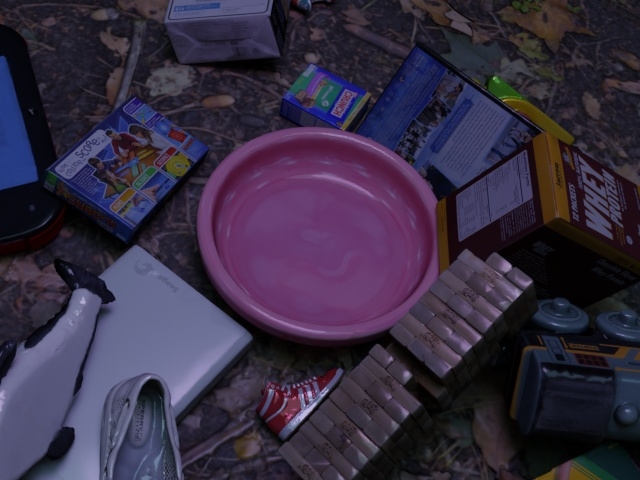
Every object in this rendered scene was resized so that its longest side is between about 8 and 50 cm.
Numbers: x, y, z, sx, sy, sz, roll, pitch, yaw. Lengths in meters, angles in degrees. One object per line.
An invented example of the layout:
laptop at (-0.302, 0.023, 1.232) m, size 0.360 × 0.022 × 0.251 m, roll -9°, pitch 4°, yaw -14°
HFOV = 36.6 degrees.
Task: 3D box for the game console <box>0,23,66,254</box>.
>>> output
game console at (-0.537, -0.126, 1.294) m, size 0.342 × 0.060 × 0.386 m, roll -13°, pitch 59°, yaw -18°

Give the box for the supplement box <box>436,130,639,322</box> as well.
supplement box at (0.284, -0.006, 1.233) m, size 0.191 × 0.194 × 0.129 m, roll 24°, pitch 51°, yaw -30°

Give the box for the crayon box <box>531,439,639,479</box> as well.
crayon box at (0.263, 0.359, 1.095) m, size 0.278 × 0.081 × 0.165 m, roll -19°, pitch 62°, yaw -21°

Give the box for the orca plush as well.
orca plush at (-0.339, 0.147, 1.077) m, size 0.102 × 0.151 × 0.287 m, roll -6°, pitch 56°, yaw 24°

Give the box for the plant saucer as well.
plant saucer at (0.000, 0.000, 1.287) m, size 0.332 × 0.084 × 0.332 m, roll 5°, pitch 56°, yaw -7°

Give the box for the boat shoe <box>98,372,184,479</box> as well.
boat shoe at (-0.194, 0.278, 1.036) m, size 0.098 × 0.096 × 0.277 m, roll 2°, pitch 71°, yaw -24°

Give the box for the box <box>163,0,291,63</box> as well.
box at (-0.131, -0.412, 1.506) m, size 0.169 × 0.087 × 0.290 m, roll -1°, pitch 55°, yaw 12°

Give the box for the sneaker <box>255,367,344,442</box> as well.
sneaker at (-0.028, 0.184, 1.186) m, size 0.067 × 0.042 × 0.118 m, roll 40°, pitch 62°, yaw 12°

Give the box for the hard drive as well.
hard drive at (-0.256, 0.164, 1.162) m, size 0.203 × 0.040 × 0.307 m, roll 36°, pitch 59°, yaw 14°

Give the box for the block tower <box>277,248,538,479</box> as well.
block tower at (0.106, 0.160, 1.120) m, size 0.335 × 0.097 × 0.091 m, roll -45°, pitch 59°, yaw -8°

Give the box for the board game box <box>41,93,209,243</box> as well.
board game box at (-0.257, -0.101, 1.300) m, size 0.136 × 0.035 × 0.201 m, roll 35°, pitch 45°, yaw 1°

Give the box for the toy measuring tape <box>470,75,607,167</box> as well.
toy measuring tape at (0.320, -0.117, 1.422) m, size 0.330 × 0.121 × 0.121 m, roll 37°, pitch 57°, yaw -6°

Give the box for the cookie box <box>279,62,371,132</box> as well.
cookie box at (0.008, -0.204, 1.447) m, size 0.107 × 0.040 × 0.092 m, roll 29°, pitch 56°, yaw 9°

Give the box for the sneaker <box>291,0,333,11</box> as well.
sneaker at (0.012, -0.426, 1.588) m, size 0.161 × 0.057 × 0.075 m, roll -38°, pitch 72°, yaw -24°

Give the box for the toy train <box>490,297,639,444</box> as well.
toy train at (0.373, 0.172, 1.169) m, size 0.334 × 0.142 × 0.190 m, roll 8°, pitch 22°, yaw -2°

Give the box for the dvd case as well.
dvd case at (0.185, -0.138, 1.374) m, size 0.253 × 0.180 × 0.022 m, roll 39°, pitch 15°, yaw 16°
